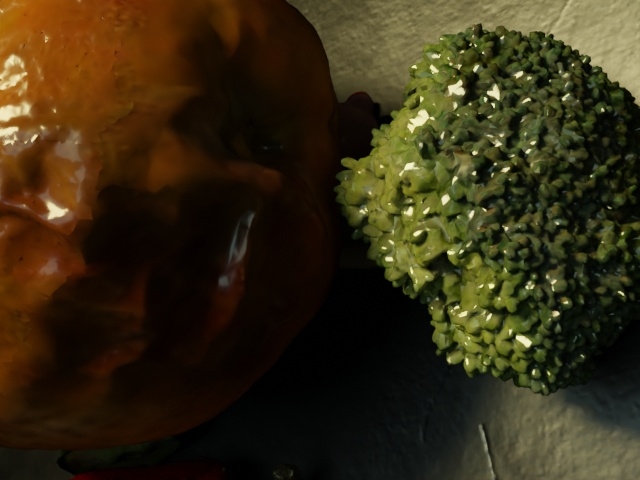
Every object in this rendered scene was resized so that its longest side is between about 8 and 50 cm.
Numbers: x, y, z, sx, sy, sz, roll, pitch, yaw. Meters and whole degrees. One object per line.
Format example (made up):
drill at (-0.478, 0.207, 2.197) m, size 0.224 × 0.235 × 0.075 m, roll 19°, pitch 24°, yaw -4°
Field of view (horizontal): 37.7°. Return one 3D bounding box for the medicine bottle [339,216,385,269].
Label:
medicine bottle at (0.000, 0.000, 0.936) m, size 0.199 × 0.058 × 0.057 m, roll 0°, pitch 80°, yaw 37°

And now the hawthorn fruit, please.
hawthorn fruit at (-0.197, -0.041, 0.795) m, size 0.472 × 0.472 × 0.471 m, roll -9°, pitch 74°, yaw 34°

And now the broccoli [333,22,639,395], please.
broccoli at (0.144, -0.037, 0.742) m, size 0.260 × 0.235 × 0.288 m, roll 3°, pitch 47°, yaw 35°

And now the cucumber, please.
cucumber at (-0.230, 0.130, 1.036) m, size 0.134 × 0.134 × 0.244 m, roll -29°, pitch 57°, yaw 28°

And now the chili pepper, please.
chili pepper at (-0.194, 0.284, 0.948) m, size 0.388 × 0.110 × 0.110 m, roll -11°, pitch 72°, yaw 13°

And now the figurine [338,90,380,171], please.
figurine at (0.027, -0.107, 0.934) m, size 0.067 × 0.071 × 0.083 m, roll 29°, pitch 109°, yaw -5°
